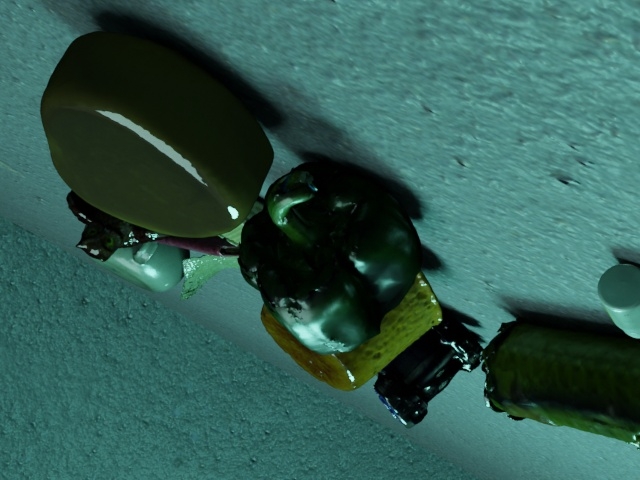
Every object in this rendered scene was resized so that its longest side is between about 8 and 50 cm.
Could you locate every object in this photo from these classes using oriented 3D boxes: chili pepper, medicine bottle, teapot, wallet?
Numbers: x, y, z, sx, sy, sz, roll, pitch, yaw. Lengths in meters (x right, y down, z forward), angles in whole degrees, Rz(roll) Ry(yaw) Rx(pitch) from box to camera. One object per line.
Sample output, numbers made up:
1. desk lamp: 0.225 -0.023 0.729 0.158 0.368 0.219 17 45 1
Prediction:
1. chili pepper: 0.000 0.000 1.169 0.165 0.174 0.261 49 180 44
2. medicine bottle: 0.285 0.057 1.037 0.047 0.047 0.083 20 166 33
3. teapot: -0.316 0.003 1.984 0.193 0.130 0.294 31 166 -15
4. wallet: -0.164 0.001 1.747 0.119 0.025 0.232 -1 -173 -36

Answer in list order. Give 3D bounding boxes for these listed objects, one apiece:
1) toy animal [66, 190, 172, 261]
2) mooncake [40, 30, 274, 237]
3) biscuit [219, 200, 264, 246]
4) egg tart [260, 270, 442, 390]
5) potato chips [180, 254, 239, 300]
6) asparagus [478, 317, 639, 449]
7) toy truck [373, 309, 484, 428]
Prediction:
1. toy animal: -0.292 -0.019 1.700 0.218 0.179 0.116 19 140 16
2. mooncake: -0.157 -0.100 1.127 0.234 0.117 0.235 18 150 10
3. biscuit: -0.116 -0.033 1.549 0.252 0.052 0.150 28 165 -10
4. egg tart: 0.031 0.072 1.384 0.215 0.171 0.215 36 159 16
5. potato chips: -0.172 0.055 1.967 0.228 0.059 0.167 -14 165 32
6. asparagus: 0.312 0.161 1.269 0.108 0.129 0.382 -8 -175 -27
7. toy truck: 0.119 0.151 1.630 0.177 0.161 0.213 44 175 21
